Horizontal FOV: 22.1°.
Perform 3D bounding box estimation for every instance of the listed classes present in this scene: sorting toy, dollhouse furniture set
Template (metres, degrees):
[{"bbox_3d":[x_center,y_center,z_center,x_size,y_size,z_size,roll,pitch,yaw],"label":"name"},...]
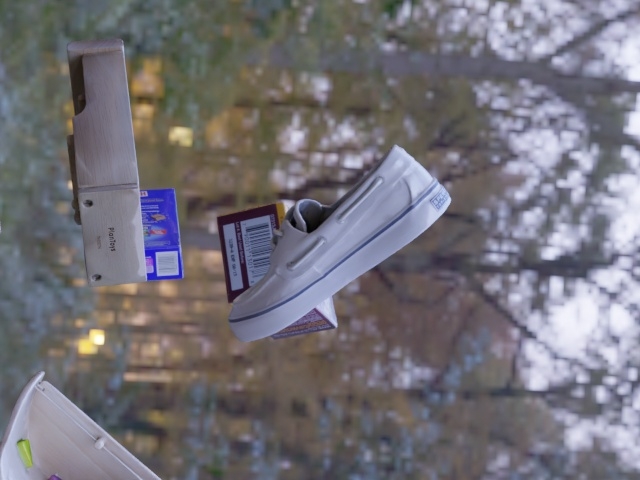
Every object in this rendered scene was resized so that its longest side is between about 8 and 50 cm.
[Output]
[{"bbox_3d":[-0.113,0.106,0.714,0.045,0.083,0.075,-49,180,10],"label":"sorting toy"},{"bbox_3d":[-0.257,-0.048,1.209,0.212,0.242,0.161,92,-10,-46],"label":"dollhouse furniture set"}]

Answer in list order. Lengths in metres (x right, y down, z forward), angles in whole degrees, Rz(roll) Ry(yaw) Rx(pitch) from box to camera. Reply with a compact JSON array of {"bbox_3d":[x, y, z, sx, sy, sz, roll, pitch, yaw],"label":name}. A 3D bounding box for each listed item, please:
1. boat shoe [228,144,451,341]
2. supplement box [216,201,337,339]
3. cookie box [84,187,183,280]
[{"bbox_3d":[0.000,0.000,1.504,0.258,0.084,0.095,-36,-170,25],"label":"boat shoe"},{"bbox_3d":[-0.046,0.037,1.830,0.188,0.081,0.104,48,32,-69],"label":"supplement box"},{"bbox_3d":[-0.179,-0.005,1.566,0.107,0.092,0.040,-102,-170,-56],"label":"cookie box"}]
